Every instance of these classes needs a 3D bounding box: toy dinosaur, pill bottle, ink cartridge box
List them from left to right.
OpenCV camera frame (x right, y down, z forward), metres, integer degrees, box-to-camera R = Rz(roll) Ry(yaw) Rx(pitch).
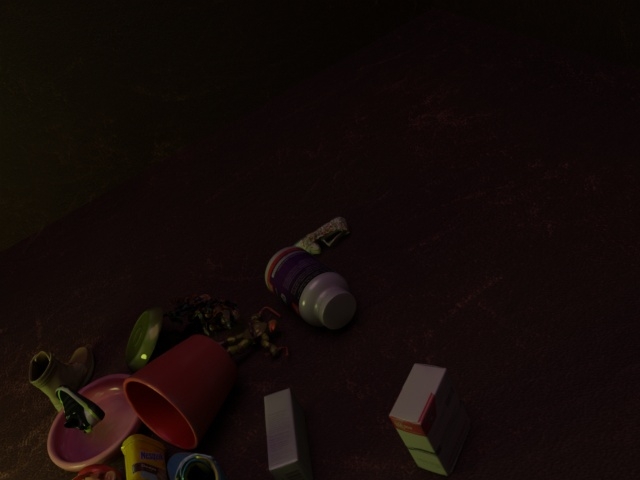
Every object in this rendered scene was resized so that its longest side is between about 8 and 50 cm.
[{"bbox_3d":[-0.413,0.259,2.172,0.322,0.164,0.218,-10,20,49],"label":"toy dinosaur"},{"bbox_3d":[-0.030,0.153,2.007,0.181,0.182,0.323,-37,38,-15],"label":"pill bottle"},{"bbox_3d":[0.262,0.419,1.481,0.092,0.218,0.159,2,44,40],"label":"ink cartridge box"}]

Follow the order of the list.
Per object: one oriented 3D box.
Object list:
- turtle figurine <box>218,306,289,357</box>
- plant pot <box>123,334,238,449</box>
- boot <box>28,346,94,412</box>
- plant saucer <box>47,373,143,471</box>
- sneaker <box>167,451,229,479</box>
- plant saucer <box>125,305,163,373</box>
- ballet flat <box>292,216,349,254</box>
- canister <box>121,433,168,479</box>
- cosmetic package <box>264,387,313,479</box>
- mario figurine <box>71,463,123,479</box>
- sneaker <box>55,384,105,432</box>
[{"bbox_3d":[-0.212,0.311,2.000,0.217,0.087,0.269,-29,37,-5],"label":"turtle figurine"},{"bbox_3d":[-0.388,0.425,1.843,0.274,0.275,0.243,6,36,35],"label":"plant pot"},{"bbox_3d":[-0.879,0.427,2.148,0.095,0.203,0.262,-13,40,16],"label":"boot"},{"bbox_3d":[-0.676,0.569,1.960,0.332,0.084,0.332,-16,38,13],"label":"plant saucer"},{"bbox_3d":[-0.323,0.593,1.619,0.319,0.208,0.127,15,53,43],"label":"sneaker"},{"bbox_3d":[-0.604,0.330,2.140,0.241,0.037,0.241,-40,36,39],"label":"plant saucer"},{"bbox_3d":[0.000,0.000,2.266,0.241,0.091,0.077,-35,60,-6],"label":"ballet flat"},{"bbox_3d":[-0.477,0.631,1.734,0.073,0.126,0.170,-42,38,10],"label":"canister"},{"bbox_3d":[-0.086,0.517,1.651,0.085,0.117,0.231,-21,36,5],"label":"cosmetic package"},{"bbox_3d":[-0.590,0.718,1.660,0.198,0.170,0.320,-39,40,-15],"label":"mario figurine"},{"bbox_3d":[-0.759,0.518,1.929,0.234,0.084,0.097,11,51,39],"label":"sneaker"}]
